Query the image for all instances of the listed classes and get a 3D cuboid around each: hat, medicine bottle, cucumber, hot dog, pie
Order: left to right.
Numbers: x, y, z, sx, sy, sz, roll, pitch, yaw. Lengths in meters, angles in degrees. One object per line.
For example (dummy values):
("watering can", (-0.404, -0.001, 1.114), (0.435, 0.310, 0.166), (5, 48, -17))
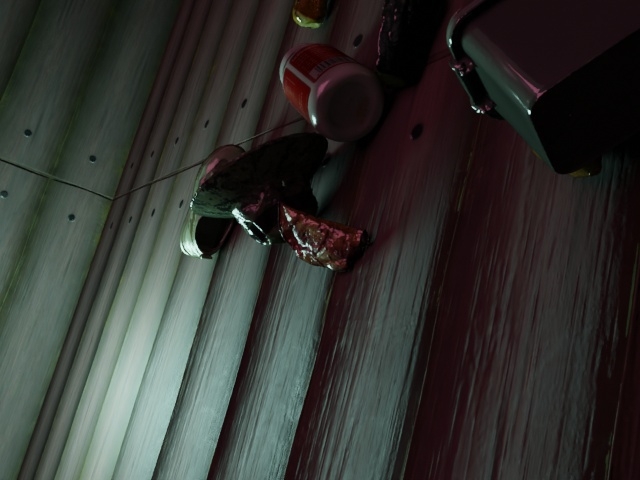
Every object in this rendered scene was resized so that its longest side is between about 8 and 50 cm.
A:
("hat", (-0.077, -0.065, 1.099), (0.265, 0.265, 0.128), (-39, 76, 40))
("pie", (0.000, 0.000, 0.995), (0.170, 0.034, 0.092), (16, 112, 27))
("hot dog", (0.002, -0.597, 1.409), (0.068, 0.083, 0.289), (74, -150, -74))
("medicine bottle", (0.011, -0.268, 1.114), (0.131, 0.131, 0.250), (-59, 30, 15))
("cucumber", (0.140, -0.341, 1.008), (0.115, 0.086, 0.193), (32, -104, -75))

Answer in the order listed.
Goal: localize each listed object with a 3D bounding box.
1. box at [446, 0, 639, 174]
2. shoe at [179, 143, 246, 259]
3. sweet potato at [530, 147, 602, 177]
("box", (0.259, -0.183, 0.590), (0.243, 0.163, 0.135), (-33, 50, 13))
("shoe", (-0.229, -0.082, 1.420), (0.098, 0.103, 0.275), (25, 99, 59))
("sweet potato", (0.254, -0.134, 0.710), (0.065, 0.051, 0.218), (-52, 32, 32))
